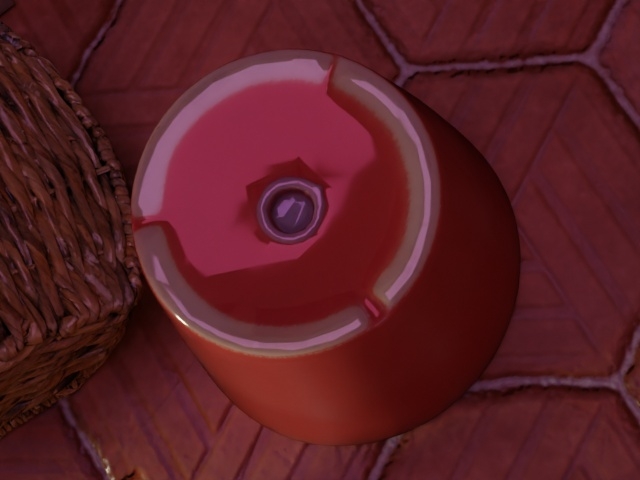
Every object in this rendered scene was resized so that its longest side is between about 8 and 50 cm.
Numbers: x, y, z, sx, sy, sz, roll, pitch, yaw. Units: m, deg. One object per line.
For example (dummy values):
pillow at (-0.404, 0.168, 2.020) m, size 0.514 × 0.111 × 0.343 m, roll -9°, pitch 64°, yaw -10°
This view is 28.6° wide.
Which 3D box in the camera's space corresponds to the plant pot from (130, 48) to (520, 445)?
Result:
plant pot at (0.000, 0.000, 0.866) m, size 0.275 × 0.243 × 0.275 m, roll -2°, pitch 78°, yaw 10°

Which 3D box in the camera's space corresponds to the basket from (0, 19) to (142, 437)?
basket at (-0.281, -0.007, 1.001) m, size 0.213 × 0.223 × 0.299 m, roll -23°, pitch 72°, yaw -29°

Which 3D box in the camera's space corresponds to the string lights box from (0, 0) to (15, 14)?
string lights box at (-0.410, -0.183, 1.072) m, size 0.260 × 0.077 × 0.133 m, roll -37°, pitch 73°, yaw 2°
